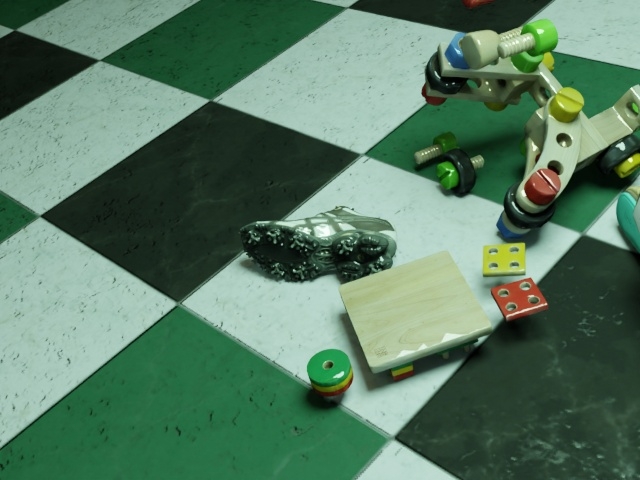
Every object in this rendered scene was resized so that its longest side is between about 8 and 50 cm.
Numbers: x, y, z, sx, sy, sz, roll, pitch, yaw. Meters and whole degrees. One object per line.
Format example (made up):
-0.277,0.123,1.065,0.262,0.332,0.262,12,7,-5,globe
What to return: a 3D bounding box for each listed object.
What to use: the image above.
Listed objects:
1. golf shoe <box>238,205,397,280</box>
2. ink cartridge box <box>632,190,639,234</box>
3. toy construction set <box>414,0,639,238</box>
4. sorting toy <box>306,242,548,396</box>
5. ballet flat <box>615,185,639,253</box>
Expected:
0.000,0.000,1.035,0.198,0.077,0.094,7,33,16,golf shoe
0.471,0.058,0.727,0.303,0.072,0.307,-6,50,2,ink cartridge box
0.274,-0.183,0.991,0.237,0.309,0.257,-22,47,-15,toy construction set
0.110,0.082,0.909,0.274,0.046,0.132,-19,39,-3,sorting toy
0.378,0.018,0.876,0.073,0.080,0.232,2,41,-2,ballet flat
